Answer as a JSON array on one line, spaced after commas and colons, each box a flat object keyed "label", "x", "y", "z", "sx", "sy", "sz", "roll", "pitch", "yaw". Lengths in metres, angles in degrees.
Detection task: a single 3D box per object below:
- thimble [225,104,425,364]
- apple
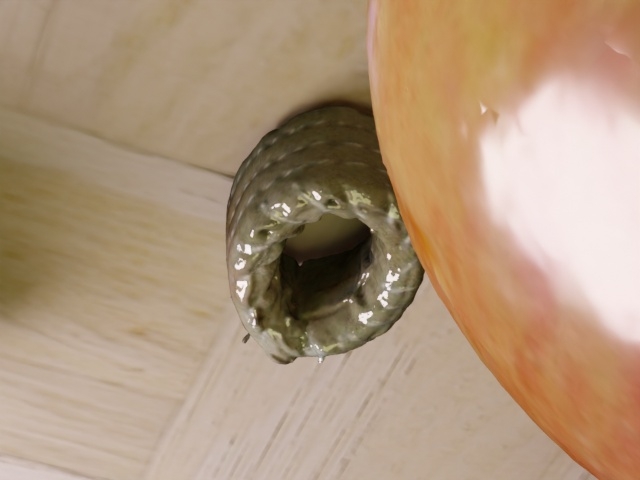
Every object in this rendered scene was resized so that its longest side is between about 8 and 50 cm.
[{"label": "thimble", "x": 0.000, "y": 0.000, "z": 0.736, "sx": 0.084, "sy": 0.062, "sz": 0.110, "roll": 21, "pitch": 127, "yaw": -17}, {"label": "apple", "x": 0.210, "y": -0.065, "z": 0.476, "sx": 0.391, "sy": 0.391, "sz": 0.346, "roll": 8, "pitch": 132, "yaw": -7}]
